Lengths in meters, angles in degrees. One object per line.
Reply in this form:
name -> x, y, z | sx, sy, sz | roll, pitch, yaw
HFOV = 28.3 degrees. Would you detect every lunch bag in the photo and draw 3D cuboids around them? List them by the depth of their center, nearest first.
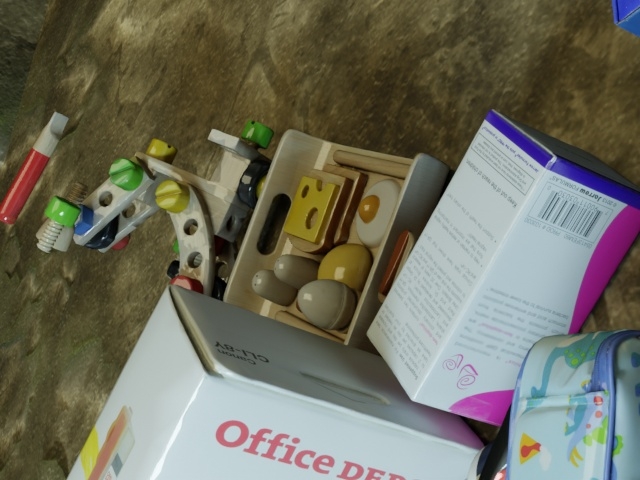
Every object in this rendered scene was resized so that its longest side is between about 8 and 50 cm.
lunch bag -> 0.189, 0.165, 0.723 | 0.090, 0.176, 0.219 | -13, 63, 52

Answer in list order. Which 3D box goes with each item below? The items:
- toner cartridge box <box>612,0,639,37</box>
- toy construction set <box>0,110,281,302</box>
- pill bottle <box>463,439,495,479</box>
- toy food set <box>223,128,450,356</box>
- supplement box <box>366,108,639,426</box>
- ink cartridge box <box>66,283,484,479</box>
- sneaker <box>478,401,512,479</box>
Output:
toner cartridge box -> 0.351, -0.292, 0.898 | 0.348, 0.075, 0.165 | -35, 45, 47
toy construction set -> -0.189, -0.067, 1.492 | 0.257, 0.309, 0.237 | 34, 97, 55
pill bottle -> 0.165, 0.173, 0.908 | 0.169, 0.094, 0.094 | -44, 37, 39
toy food set -> 0.000, 0.000, 1.309 | 0.306, 0.092, 0.220 | 20, 91, 61
supplement box -> 0.147, 0.026, 1.015 | 0.220, 0.111, 0.114 | -62, 29, 14
ink cartridge box -> -0.076, 0.265, 1.082 | 0.385, 0.279, 0.160 | -62, 29, 14
sneaker -> 0.158, 0.219, 0.823 | 0.090, 0.145, 0.270 | -50, -20, -68
